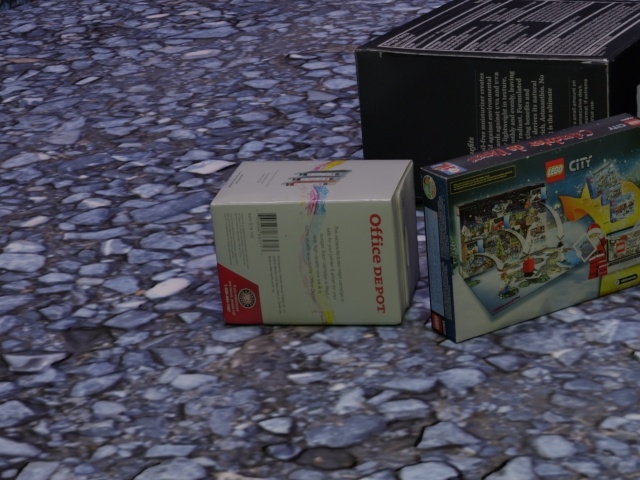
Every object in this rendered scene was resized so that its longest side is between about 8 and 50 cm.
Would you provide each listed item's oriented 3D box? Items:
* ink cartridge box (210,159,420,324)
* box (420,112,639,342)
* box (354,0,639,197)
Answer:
[{"bbox_3d":[0.000,0.000,1.624,0.176,0.128,0.127,0,21,13],"label":"ink cartridge box"},{"bbox_3d":[0.205,-0.014,1.565,0.233,0.159,0.044,-15,22,-26],"label":"box"},{"bbox_3d":[0.237,-0.161,1.918,0.294,0.182,0.296,7,22,28],"label":"box"}]
